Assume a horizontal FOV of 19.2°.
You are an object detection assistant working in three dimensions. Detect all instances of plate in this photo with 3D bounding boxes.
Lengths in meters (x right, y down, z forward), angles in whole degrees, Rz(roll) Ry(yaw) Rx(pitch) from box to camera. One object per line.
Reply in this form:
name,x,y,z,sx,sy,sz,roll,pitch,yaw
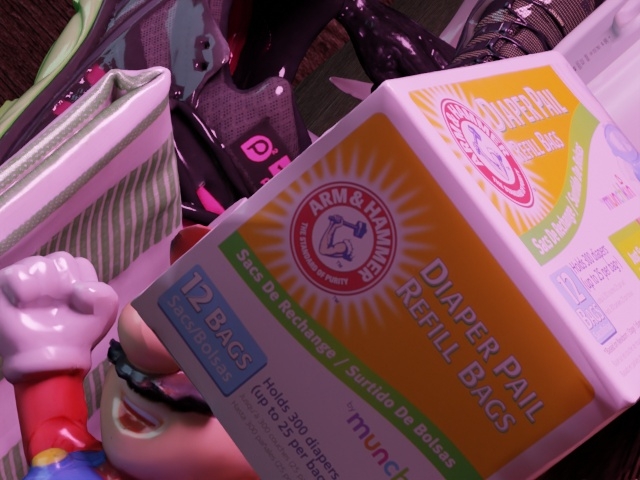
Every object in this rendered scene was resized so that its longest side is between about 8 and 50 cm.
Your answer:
plate,0.205,-0.129,1.056,0.278,0.045,0.277,-42,8,13

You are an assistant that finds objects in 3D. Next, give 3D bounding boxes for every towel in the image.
towel,-0.143,0.086,0.995,0.248,0.038,0.325,-47,-30,-32

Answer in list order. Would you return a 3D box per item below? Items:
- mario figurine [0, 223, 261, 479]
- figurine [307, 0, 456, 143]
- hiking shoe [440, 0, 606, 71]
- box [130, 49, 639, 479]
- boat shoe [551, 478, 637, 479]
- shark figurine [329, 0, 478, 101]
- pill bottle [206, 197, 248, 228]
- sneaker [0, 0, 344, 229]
mario figurine,-0.101,0.105,0.795,0.320,0.198,0.170,-49,-4,-16
figurine,-0.008,-0.128,1.528,0.215,0.209,0.092,-40,7,22
hiking shoe,0.123,-0.101,1.258,0.227,0.086,0.114,-49,20,2
box,0.047,0.017,0.603,0.103,0.114,0.203,-40,-6,21
boat shoe,0.066,0.091,0.516,0.135,0.045,0.050,-40,8,23
shark figurine,0.136,-0.214,1.664,0.278,0.116,0.166,-40,6,9
pill bottle,-0.016,0.038,0.966,0.067,0.120,0.067,-41,7,6
sneaker,-0.115,-0.045,1.325,0.202,0.185,0.483,5,61,28
